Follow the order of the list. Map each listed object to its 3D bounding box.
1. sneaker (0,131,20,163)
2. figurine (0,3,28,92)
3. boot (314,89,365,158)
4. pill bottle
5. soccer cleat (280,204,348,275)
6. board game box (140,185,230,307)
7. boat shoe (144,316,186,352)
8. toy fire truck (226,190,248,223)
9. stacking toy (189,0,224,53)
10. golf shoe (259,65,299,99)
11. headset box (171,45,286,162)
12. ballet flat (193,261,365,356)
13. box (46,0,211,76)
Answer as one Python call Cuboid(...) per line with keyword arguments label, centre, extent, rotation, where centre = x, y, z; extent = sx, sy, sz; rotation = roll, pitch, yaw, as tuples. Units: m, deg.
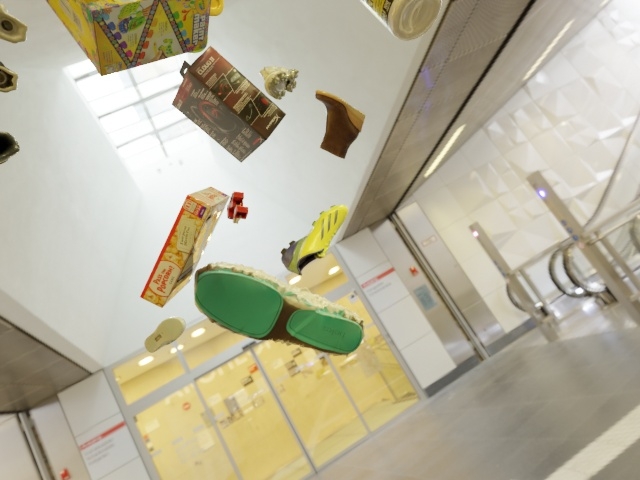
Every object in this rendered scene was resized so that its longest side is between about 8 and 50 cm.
Cuboid(label="sneaker", centre=(-0.657, -0.163, 0.755), extent=(0.121, 0.111, 0.300), rotation=(-14, 9, 16))
Cuboid(label="figurine", centre=(-0.882, -0.531, 1.238), extent=(0.092, 0.209, 0.215), rotation=(8, -73, -43))
Cuboid(label="boot", centre=(0.047, -0.467, 1.828), extent=(0.207, 0.248, 0.090), rotation=(-61, 24, 10))
Cuboid(label="pill bottle", centre=(0.234, -0.828, 1.496), extent=(0.187, 0.334, 0.188), rotation=(-21, -32, -14))
Cuboid(label="soccer cleat", centre=(0.000, 0.001, 1.483), extent=(0.289, 0.121, 0.093), rotation=(-43, -32, -11))
Cuboid(label="board game box", centre=(-0.232, 0.005, 0.796), extent=(0.194, 0.045, 0.147), rotation=(-62, 5, 10))
Cuboid(label="boat shoe", centre=(-0.437, 0.262, 1.328), extent=(0.183, 0.065, 0.083), rotation=(-34, -3, 30))
Cuboid(label="toy fire truck", centre=(-0.329, -0.116, 1.773), extent=(0.047, 0.135, 0.192), rotation=(5, -29, -22))
Cuboid(label="stacking toy", centre=(-0.499, -0.771, 1.501), extent=(0.130, 0.280, 0.309), rotation=(-1, -15, 45))
Cuboid(label="golf shoe", centre=(-0.118, -0.397, 1.121), extent=(0.176, 0.086, 0.069), rotation=(-59, -13, -63))
Cuboid(label="headset box", centre=(-0.274, -0.379, 1.270), extent=(0.110, 0.293, 0.218), rotation=(-59, 19, -23))
Cuboid(label="ballet flat", centre=(-0.091, 0.149, 0.982), extent=(0.408, 0.147, 0.147), rotation=(26, -45, -23))
Cuboid(label="box", centre=(-0.453, -0.577, 1.043), extent=(0.279, 0.290, 0.177), rotation=(-32, -13, -31))
